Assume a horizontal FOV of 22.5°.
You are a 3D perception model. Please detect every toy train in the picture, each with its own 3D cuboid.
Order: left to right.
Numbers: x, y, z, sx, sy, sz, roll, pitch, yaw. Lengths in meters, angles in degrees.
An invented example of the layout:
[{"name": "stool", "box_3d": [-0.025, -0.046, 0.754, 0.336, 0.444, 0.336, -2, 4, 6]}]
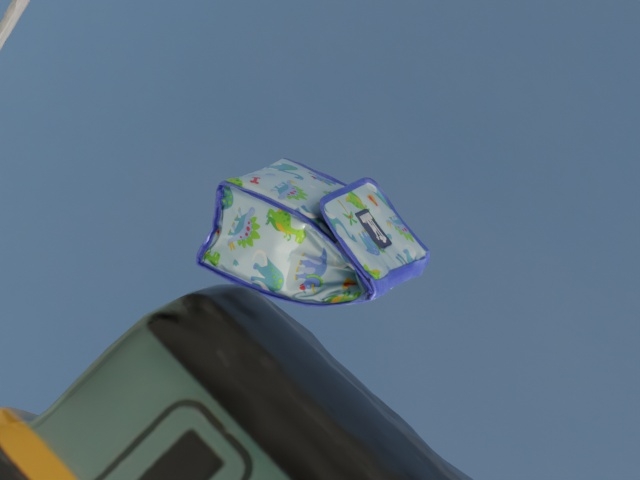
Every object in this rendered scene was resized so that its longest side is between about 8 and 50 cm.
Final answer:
[{"name": "toy train", "box_3d": [0.015, 0.165, 0.333, 0.190, 0.142, 0.334, -46, -106, -2]}]

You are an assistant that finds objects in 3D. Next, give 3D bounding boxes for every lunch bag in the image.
[{"name": "lunch bag", "box_3d": [0.000, 0.000, 1.275, 0.151, 0.129, 0.096, 25, -70, 17]}]

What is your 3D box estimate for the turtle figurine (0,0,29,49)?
[{"name": "turtle figurine", "box_3d": [-0.151, 0.039, 0.680, 0.275, 0.266, 0.198, -37, -105, -25]}]
